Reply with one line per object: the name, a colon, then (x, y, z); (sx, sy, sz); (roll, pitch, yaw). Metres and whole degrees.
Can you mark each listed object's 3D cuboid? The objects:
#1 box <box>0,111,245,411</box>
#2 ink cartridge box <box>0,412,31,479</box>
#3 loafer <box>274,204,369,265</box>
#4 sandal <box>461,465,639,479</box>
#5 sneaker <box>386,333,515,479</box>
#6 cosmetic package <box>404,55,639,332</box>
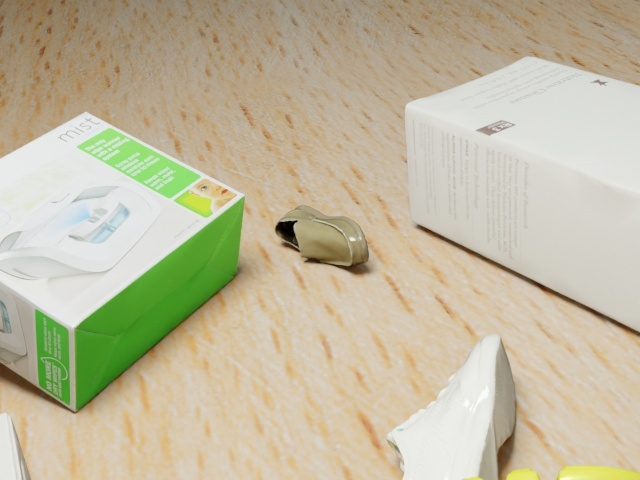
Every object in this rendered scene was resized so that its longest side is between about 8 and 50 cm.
box: (-0.248, 0.010, 1.017); (0.231, 0.127, 0.262); (29, 43, 20)
ink cartridge box: (-0.317, 0.228, 0.753); (0.190, 0.082, 0.140); (-16, 31, -15)
loafer: (0.000, 0.000, 1.100); (0.050, 0.056, 0.148); (-26, 24, -26)
sandal: (0.062, 0.229, 0.629); (0.317, 0.126, 0.138); (-11, 69, 18)
sneaker: (0.102, 0.151, 0.796); (0.094, 0.080, 0.212); (-8, 29, 25)
cosmetic package: (0.290, -0.057, 1.018); (0.217, 0.156, 0.385); (-26, 33, -31)
